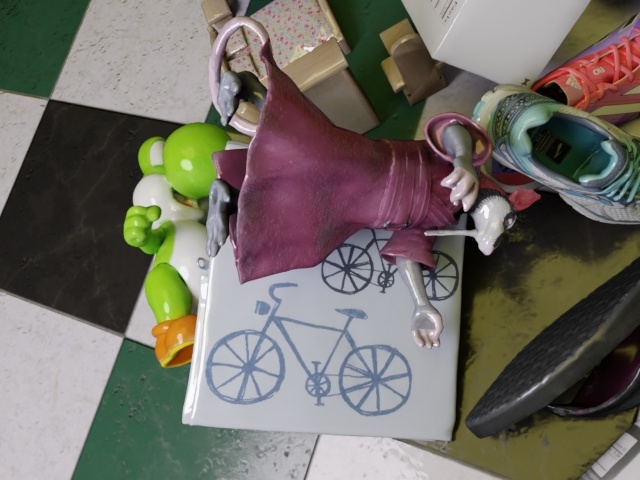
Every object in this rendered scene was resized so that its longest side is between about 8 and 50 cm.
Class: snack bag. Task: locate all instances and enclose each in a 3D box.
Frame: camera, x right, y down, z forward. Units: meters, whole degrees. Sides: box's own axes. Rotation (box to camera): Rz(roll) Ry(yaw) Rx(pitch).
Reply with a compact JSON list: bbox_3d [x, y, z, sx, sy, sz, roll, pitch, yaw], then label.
[{"bbox_3d":[0.014,0.060,0.793,0.323,0.037,0.343,6,87,-9],"label":"snack bag"}]

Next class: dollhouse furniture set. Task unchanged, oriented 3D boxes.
[{"bbox_3d":[-0.031,-0.325,0.966,0.303,0.174,0.356,-27,66,12],"label":"dollhouse furniture set"}]

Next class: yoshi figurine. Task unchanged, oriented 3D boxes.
[{"bbox_3d":[-0.168,-0.022,0.931,0.203,0.203,0.362,-19,64,-1],"label":"yoshi figurine"}]

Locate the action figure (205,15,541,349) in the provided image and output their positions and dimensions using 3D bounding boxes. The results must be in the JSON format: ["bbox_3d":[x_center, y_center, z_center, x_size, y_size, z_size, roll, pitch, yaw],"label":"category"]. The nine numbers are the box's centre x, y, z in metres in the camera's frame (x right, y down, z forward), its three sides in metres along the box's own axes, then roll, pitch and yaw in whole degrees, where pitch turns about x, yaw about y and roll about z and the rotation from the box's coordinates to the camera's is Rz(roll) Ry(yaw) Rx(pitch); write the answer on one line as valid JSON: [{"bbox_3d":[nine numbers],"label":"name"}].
[{"bbox_3d":[0.060,-0.056,0.730,0.276,0.370,0.248,-108,30,-42],"label":"action figure"}]

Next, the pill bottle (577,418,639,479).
[{"bbox_3d":[0.331,0.274,0.641,0.283,0.161,0.161,-46,63,3],"label":"pill bottle"}]

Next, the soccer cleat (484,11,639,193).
[{"bbox_3d":[0.330,-0.185,0.807,0.318,0.116,0.109,-40,64,7],"label":"soccer cleat"}]

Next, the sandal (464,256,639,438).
[{"bbox_3d":[0.347,0.086,0.700,0.445,0.167,0.107,-40,81,7],"label":"sandal"}]

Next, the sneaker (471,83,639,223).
[{"bbox_3d":[0.301,-0.075,0.723,0.283,0.122,0.110,18,105,-12],"label":"sneaker"}]

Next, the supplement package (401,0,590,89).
[{"bbox_3d":[0.195,-0.310,0.814,0.244,0.139,0.134,-101,32,-48],"label":"supplement package"}]
